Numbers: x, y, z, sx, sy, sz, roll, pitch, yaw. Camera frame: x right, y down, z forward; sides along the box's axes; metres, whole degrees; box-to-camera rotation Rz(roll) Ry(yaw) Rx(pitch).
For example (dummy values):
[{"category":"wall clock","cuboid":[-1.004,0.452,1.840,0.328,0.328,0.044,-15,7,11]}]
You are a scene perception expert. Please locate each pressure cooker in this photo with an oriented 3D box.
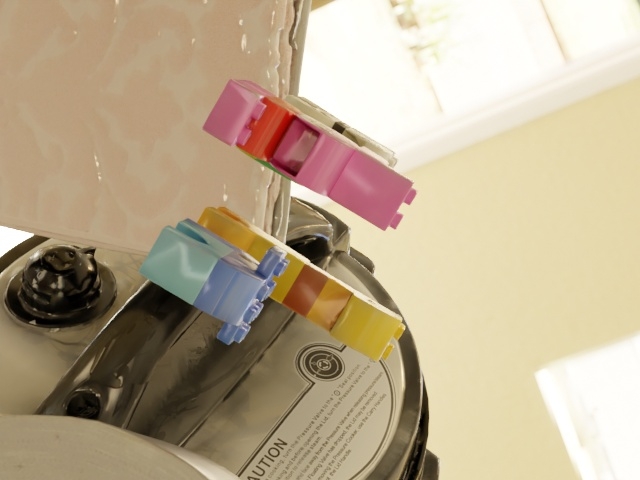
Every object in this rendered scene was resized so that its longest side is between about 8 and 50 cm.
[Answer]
[{"category":"pressure cooker","cuboid":[-0.110,0.177,1.213,0.370,0.375,0.420,-107,-163,-45]}]

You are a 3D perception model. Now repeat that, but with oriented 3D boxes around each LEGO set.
[{"category":"LEGO set","cuboid":[0.000,0.000,0.638,0.093,0.087,0.227,31,7,2]}]

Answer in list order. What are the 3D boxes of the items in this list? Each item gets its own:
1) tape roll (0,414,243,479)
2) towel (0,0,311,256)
[{"category":"tape roll","cuboid":[-0.097,0.173,0.577,0.072,0.219,0.219,42,30,-71]},{"category":"towel","cuboid":[-0.142,-0.163,1.070,0.053,0.317,0.332,-6,105,-58]}]
